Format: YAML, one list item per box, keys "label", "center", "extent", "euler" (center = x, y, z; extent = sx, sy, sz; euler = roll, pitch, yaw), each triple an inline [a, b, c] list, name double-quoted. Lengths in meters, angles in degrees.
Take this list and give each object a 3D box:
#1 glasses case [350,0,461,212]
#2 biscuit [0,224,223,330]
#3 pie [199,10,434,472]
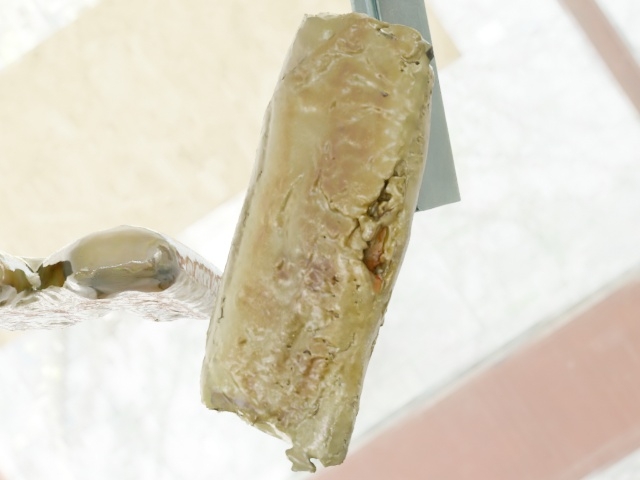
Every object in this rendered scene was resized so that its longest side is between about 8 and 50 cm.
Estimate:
- label: "glasses case"
  center: [0.059, -0.155, 1.461]
  extent: [0.056, 0.266, 0.105]
  euler: [-11, 3, 6]
- label: "biscuit"
  center: [-0.209, 0.037, 1.623]
  extent: [0.236, 0.062, 0.290]
  euler: [-5, -9, 9]
- label: "pie"
  center: [0.000, 0.000, 1.154]
  extent: [0.068, 0.128, 0.282]
  euler: [4, -77, -59]
